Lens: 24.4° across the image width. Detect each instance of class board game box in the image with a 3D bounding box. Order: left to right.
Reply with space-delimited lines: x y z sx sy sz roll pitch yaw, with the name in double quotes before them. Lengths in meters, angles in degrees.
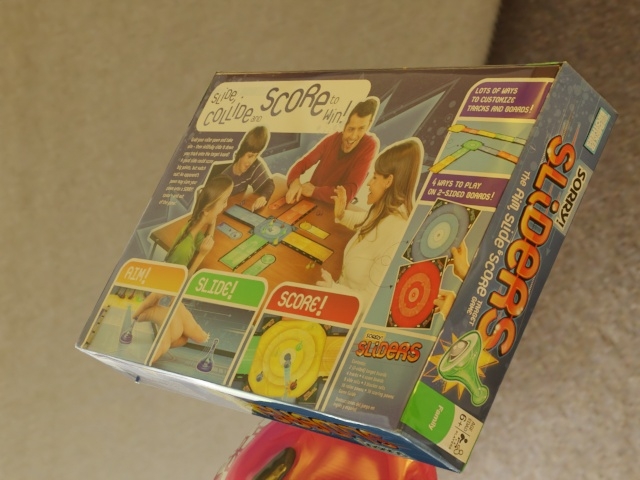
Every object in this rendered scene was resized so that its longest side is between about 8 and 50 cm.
"board game box" 0.000 0.000 0.549 0.035 0.136 0.201 36 163 -35

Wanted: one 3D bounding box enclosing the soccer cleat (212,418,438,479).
"soccer cleat" -0.033 0.212 0.676 0.143 0.116 0.331 -124 47 -78
